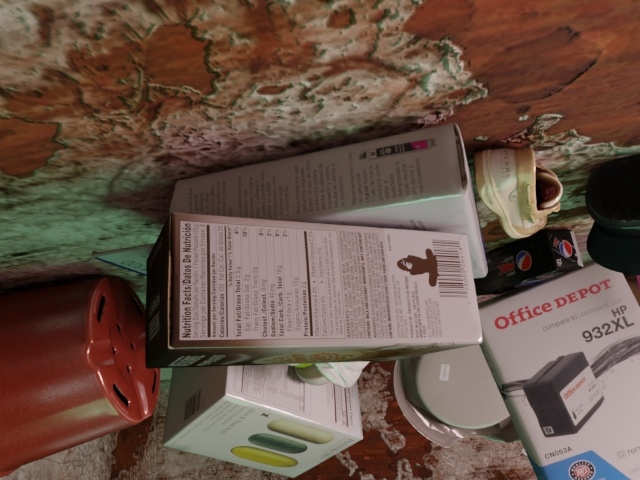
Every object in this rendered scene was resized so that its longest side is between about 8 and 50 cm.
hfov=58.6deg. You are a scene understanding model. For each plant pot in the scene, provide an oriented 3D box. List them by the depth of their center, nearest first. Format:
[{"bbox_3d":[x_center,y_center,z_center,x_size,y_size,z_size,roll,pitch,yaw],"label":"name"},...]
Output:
[{"bbox_3d":[-0.380,0.175,0.768,0.265,0.272,0.272,-16,163,3],"label":"plant pot"}]

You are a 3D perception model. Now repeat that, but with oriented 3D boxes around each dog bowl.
[{"bbox_3d":[0.342,0.303,1.316,0.349,0.348,0.102,-8,-172,6],"label":"dog bowl"}]

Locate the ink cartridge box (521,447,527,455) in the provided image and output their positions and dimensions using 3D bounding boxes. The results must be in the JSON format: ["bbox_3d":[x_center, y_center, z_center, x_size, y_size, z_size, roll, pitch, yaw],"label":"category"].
[{"bbox_3d":[0.585,0.459,1.323,0.115,0.198,0.273,29,170,37],"label":"ink cartridge box"}]

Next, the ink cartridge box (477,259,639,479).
[{"bbox_3d":[0.386,0.206,0.858,0.223,0.307,0.129,-23,170,7],"label":"ink cartridge box"}]

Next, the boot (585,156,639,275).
[{"bbox_3d":[0.409,-0.029,0.597,0.247,0.094,0.207,-7,161,26],"label":"boot"}]

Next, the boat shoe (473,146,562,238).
[{"bbox_3d":[0.197,-0.042,0.539,0.059,0.062,0.170,-9,164,31],"label":"boat shoe"}]

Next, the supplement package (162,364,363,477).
[{"bbox_3d":[-0.096,0.254,0.980,0.263,0.198,0.199,27,128,-28],"label":"supplement package"}]

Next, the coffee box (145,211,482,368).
[{"bbox_3d":[-0.013,0.050,0.478,0.247,0.098,0.141,3,162,-22],"label":"coffee box"}]

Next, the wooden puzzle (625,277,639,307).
[{"bbox_3d":[0.719,0.086,1.088,0.239,0.044,0.221,-13,-172,14],"label":"wooden puzzle"}]

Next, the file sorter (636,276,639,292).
[{"bbox_3d":[0.581,0.073,0.858,0.202,0.182,0.290,-7,164,3],"label":"file sorter"}]

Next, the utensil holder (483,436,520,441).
[{"bbox_3d":[0.458,0.376,1.602,0.328,0.327,0.385,-6,166,0],"label":"utensil holder"}]

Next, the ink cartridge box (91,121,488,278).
[{"bbox_3d":[0.000,0.000,0.606,0.331,0.071,0.324,-7,164,16],"label":"ink cartridge box"}]

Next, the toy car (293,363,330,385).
[{"bbox_3d":[0.001,0.123,0.908,0.182,0.159,0.136,-30,-145,-18],"label":"toy car"}]

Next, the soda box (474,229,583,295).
[{"bbox_3d":[0.299,0.037,0.846,0.053,0.060,0.169,-2,164,-26],"label":"soda box"}]

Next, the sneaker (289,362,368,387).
[{"bbox_3d":[0.001,0.109,0.753,0.115,0.090,0.232,-46,136,10],"label":"sneaker"}]
